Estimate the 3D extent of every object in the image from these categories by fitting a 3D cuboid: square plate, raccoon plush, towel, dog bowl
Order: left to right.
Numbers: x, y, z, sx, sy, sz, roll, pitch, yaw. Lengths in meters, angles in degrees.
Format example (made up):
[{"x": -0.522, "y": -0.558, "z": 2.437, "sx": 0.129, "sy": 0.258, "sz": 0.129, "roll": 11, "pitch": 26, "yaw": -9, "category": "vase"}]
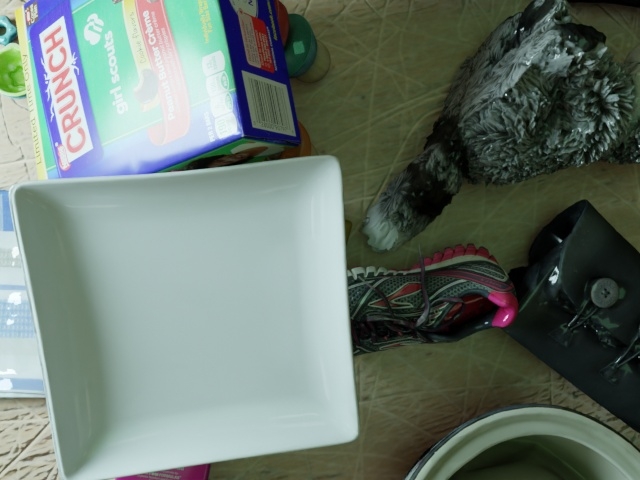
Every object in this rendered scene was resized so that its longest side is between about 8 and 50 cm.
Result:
[{"x": -0.448, "y": 0.071, "z": 0.823, "sx": 0.209, "sy": 0.034, "sz": 0.285, "roll": 2, "pitch": 87, "yaw": -5, "category": "towel"}, {"x": -0.137, "y": 0.088, "z": 0.697, "sx": 0.346, "sy": 0.049, "sz": 0.344, "roll": -6, "pitch": 102, "yaw": -8, "category": "square plate"}, {"x": 0.252, "y": 0.417, "z": 0.770, "sx": 0.407, "sy": 0.150, "sz": 0.409, "roll": 3, "pitch": 74, "yaw": -9, "category": "dog bowl"}, {"x": 0.300, "y": -0.109, "z": 0.857, "sx": 0.299, "sy": 0.216, "sz": 0.446, "roll": 34, "pitch": 117, "yaw": -17, "category": "raccoon plush"}]

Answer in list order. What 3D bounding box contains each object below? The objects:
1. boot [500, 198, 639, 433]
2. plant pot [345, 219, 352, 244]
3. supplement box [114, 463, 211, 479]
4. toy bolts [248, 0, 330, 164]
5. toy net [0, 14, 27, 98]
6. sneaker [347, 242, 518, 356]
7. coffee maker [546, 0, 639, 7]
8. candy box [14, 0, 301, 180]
[{"x": 0.505, "y": 0.096, "z": 0.854, "sx": 0.445, "sy": 0.146, "sz": 0.367, "roll": 37, "pitch": 84, "yaw": 2, "category": "boot"}, {"x": 0.000, "y": 0.000, "z": 0.836, "sx": 0.081, "sy": 0.083, "sz": 0.082, "roll": 15, "pitch": 86, "yaw": -4, "category": "plant pot"}, {"x": -0.189, "y": 0.249, "z": 0.797, "sx": 0.113, "sy": 0.111, "sz": 0.220, "roll": 12, "pitch": 86, "yaw": -5, "category": "supplement box"}, {"x": -0.083, "y": -0.197, "z": 0.838, "sx": 0.218, "sy": 0.158, "sz": 0.229, "roll": 24, "pitch": 98, "yaw": 37, "category": "toy bolts"}, {"x": -0.444, "y": -0.299, "z": 0.831, "sx": 0.232, "sy": 0.045, "sz": 0.122, "roll": 45, "pitch": 86, "yaw": -2, "category": "toy net"}, {"x": 0.105, "y": 0.091, "z": 0.803, "sx": 0.299, "sy": 0.112, "sz": 0.121, "roll": -19, "pitch": 121, "yaw": 1, "category": "sneaker"}, {"x": 0.407, "y": -0.369, "z": 0.864, "sx": 0.178, "sy": 0.120, "sz": 0.171, "roll": 1, "pitch": 88, "yaw": -4, "category": "coffee maker"}, {"x": -0.203, "y": -0.197, "z": 0.726, "sx": 0.317, "sy": 0.122, "sz": 0.269, "roll": -15, "pitch": 84, "yaw": 31, "category": "candy box"}]
